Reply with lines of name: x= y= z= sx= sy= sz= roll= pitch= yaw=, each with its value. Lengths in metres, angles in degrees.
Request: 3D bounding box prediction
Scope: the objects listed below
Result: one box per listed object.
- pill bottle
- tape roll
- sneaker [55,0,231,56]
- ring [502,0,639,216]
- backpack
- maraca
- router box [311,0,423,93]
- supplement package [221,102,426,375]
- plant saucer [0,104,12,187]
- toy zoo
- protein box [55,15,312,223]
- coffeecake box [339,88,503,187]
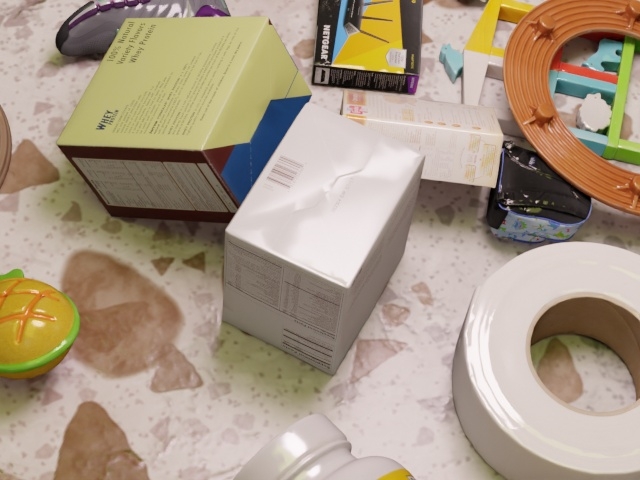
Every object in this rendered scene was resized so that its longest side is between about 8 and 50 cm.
pill bottle: x=0.061 y=0.336 z=1.564 sx=0.188 sy=0.188 sz=0.334 roll=-36 pitch=68 yaw=-23
tape roll: x=0.289 y=0.144 z=1.750 sx=0.286 sy=0.100 sz=0.286 roll=2 pitch=60 yaw=-4
sneaker: x=-0.210 y=-0.260 z=1.958 sx=0.224 sy=0.083 sz=0.098 roll=-24 pitch=69 yaw=-19
ring: x=0.381 y=-0.173 z=1.924 sx=0.337 sy=0.032 sz=0.336 roll=9 pitch=57 yaw=-14
backpack: x=0.256 y=-0.048 z=1.868 sx=0.114 sy=0.084 sz=0.105 roll=13 pitch=58 yaw=-4
maraca: x=-0.338 y=0.086 z=1.735 sx=0.127 sy=0.099 sz=0.186 roll=-30 pitch=41 yaw=-26
router box: x=0.061 y=-0.274 z=2.007 sx=0.133 sy=0.046 sz=0.178 roll=5 pitch=59 yaw=-2
supplement package: x=0.000 y=0.000 z=1.749 sx=0.149 sy=0.203 sz=0.194 roll=25 pitch=60 yaw=11
plant saucer: x=-0.505 y=-0.113 z=1.868 sx=0.278 sy=0.041 sz=0.277 roll=2 pitch=59 yaw=-3
toy zoo: x=0.294 y=-0.206 z=1.996 sx=0.293 sy=0.030 sz=0.192 roll=14 pitch=59 yaw=3
protein box: x=-0.152 y=-0.138 z=1.814 sx=0.201 sy=0.136 sz=0.199 roll=4 pitch=55 yaw=30
coffeecake box: x=0.113 y=-0.121 z=1.867 sx=0.186 sy=0.068 sz=0.142 roll=7 pitch=18 yaw=-1
